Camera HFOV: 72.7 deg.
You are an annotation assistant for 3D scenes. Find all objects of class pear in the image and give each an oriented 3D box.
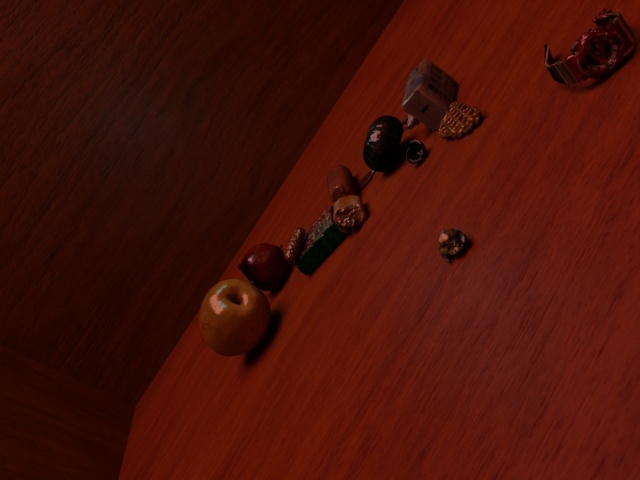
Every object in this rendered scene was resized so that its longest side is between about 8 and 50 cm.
[{"bbox_3d":[-0.347,0.314,1.761,0.314,0.314,0.314,-48,19,22],"label":"pear"}]

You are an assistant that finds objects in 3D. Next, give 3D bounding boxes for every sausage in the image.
[{"bbox_3d":[0.090,-0.237,1.886,0.121,0.121,0.304,-50,18,19],"label":"sausage"}]

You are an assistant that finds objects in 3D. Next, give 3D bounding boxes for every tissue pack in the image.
[{"bbox_3d":[0.376,-0.505,1.554,0.145,0.159,0.229,-43,21,49],"label":"tissue pack"}]

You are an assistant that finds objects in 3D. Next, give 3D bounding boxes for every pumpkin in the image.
[{"bbox_3d":[0.244,-0.365,1.654,0.211,0.152,0.211,-57,-19,-32],"label":"pumpkin"}]

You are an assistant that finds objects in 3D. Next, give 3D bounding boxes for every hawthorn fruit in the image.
[{"bbox_3d":[-0.248,0.112,2.027,0.215,0.215,0.249,-31,17,53],"label":"hawthorn fruit"}]

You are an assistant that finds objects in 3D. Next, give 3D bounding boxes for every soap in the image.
[{"bbox_3d":[-0.002,-0.001,1.740,0.273,0.098,0.217,-49,18,23],"label":"soap"}]

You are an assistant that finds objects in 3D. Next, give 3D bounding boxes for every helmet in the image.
[{"bbox_3d":[0.329,-0.297,1.478,0.065,0.049,0.083,25,110,41],"label":"helmet"}]

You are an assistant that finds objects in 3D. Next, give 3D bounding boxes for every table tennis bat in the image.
[{"bbox_3d":[0.206,-0.272,1.823,0.156,0.013,0.087,-50,16,24],"label":"table tennis bat"}]

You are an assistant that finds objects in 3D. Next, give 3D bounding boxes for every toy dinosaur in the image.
[{"bbox_3d":[0.359,-0.481,1.729,0.154,0.049,0.055,-9,51,60],"label":"toy dinosaur"}]

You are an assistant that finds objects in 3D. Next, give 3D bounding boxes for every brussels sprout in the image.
[{"bbox_3d":[0.302,0.003,1.001,0.085,0.058,0.085,-31,42,32],"label":"brussels sprout"}]

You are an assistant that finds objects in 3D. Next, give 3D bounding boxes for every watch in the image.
[{"bbox_3d":[0.597,-0.444,0.991,0.165,0.102,0.268,-33,19,37],"label":"watch"}]

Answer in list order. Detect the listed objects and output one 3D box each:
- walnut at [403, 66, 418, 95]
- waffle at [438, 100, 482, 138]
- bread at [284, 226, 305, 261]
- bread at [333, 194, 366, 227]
[{"bbox_3d":[0.404,-0.610,1.709,0.140,0.140,0.162,-78,14,-50],"label":"walnut"},{"bbox_3d":[0.439,-0.384,1.350,0.160,0.046,0.192,-60,19,-13],"label":"waffle"},{"bbox_3d":[-0.101,0.015,1.733,0.052,0.044,0.157,-15,46,51],"label":"bread"},{"bbox_3d":[0.110,-0.111,1.637,0.120,0.084,0.177,-13,28,9],"label":"bread"}]
